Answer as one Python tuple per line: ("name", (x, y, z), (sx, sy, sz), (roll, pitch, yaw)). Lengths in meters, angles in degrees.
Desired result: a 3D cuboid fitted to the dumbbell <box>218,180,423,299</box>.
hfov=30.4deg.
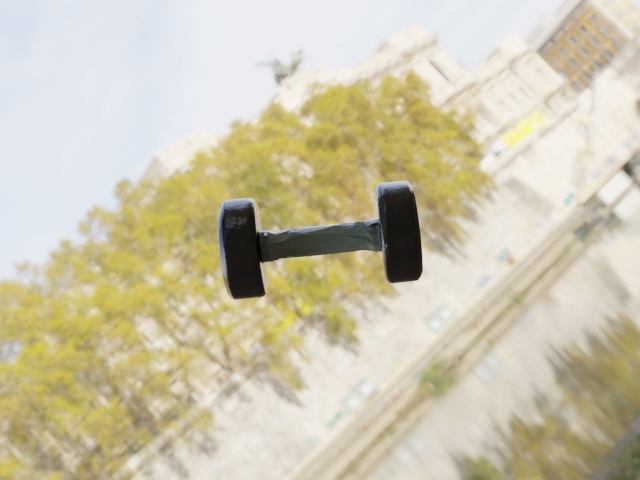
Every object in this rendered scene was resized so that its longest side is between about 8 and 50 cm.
("dumbbell", (0.000, 0.000, 1.148), (0.191, 0.100, 0.100), (-6, -9, 1))
